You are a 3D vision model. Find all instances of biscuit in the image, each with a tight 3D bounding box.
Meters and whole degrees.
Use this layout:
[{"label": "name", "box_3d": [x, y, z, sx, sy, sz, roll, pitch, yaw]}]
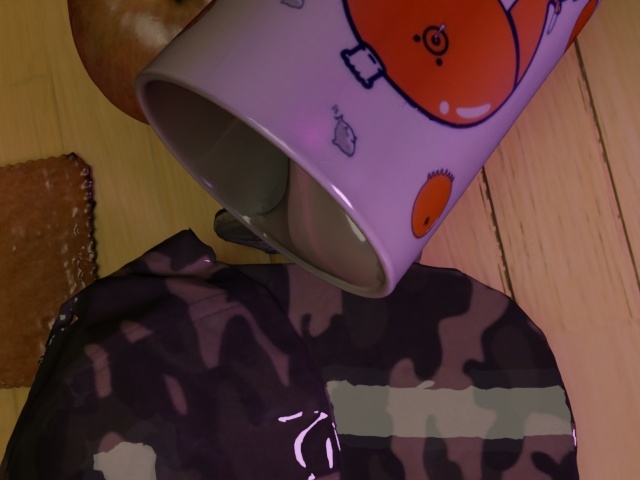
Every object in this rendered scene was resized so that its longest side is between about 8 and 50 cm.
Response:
[{"label": "biscuit", "box_3d": [-0.331, 0.037, 0.753, 0.236, 0.013, 0.232, -8, 84, 16]}]

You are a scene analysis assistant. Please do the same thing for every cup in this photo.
[{"label": "cup", "box_3d": [0.054, -0.148, 0.519, 0.212, 0.212, 0.317, 34, 74, 16]}]

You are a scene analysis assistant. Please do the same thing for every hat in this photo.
[{"label": "hat", "box_3d": [-0.026, 0.172, 0.537, 0.381, 0.257, 0.366, -5, 98, 33]}]

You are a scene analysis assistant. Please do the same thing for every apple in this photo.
[{"label": "apple", "box_3d": [-0.113, -0.197, 0.629, 0.209, 0.164, 0.210, 0, 90, 5]}]

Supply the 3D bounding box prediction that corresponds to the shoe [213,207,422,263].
[{"label": "shoe", "box_3d": [-0.002, 0.000, 0.630, 0.194, 0.074, 0.077, -2, 91, 14]}]
